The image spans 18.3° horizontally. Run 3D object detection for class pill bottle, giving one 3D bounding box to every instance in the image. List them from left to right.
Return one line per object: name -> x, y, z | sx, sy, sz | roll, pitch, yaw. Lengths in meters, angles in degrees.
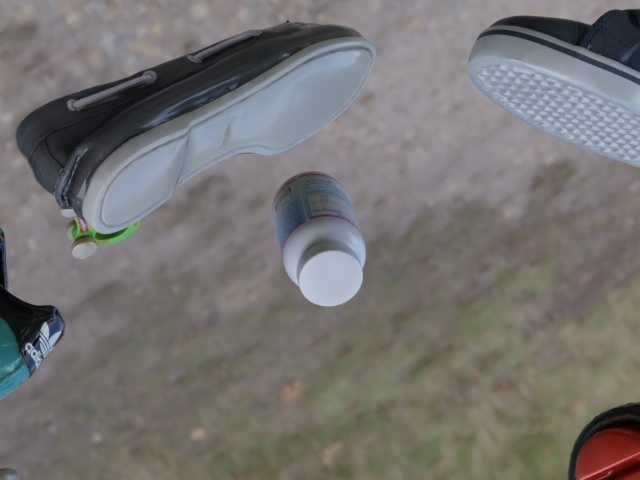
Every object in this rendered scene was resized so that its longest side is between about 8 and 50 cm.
pill bottle -> 0.000, 0.000, 2.064 | 0.087, 0.160, 0.087 | -4, 120, -6

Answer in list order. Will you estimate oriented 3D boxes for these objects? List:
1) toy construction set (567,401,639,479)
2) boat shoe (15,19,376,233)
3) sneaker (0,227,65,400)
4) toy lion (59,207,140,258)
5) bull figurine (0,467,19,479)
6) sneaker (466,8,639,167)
toy construction set -> 0.160, 0.171, 0.641 | 0.327, 0.215, 0.151 | -57, 147, -1
boat shoe -> -0.086, -0.110, 1.498 | 0.335, 0.095, 0.112 | -30, 151, -45
sneaker -> -0.304, 0.015, 1.498 | 0.121, 0.302, 0.108 | -34, 147, -19
toy lion -> -0.188, -0.034, 1.801 | 0.096, 0.034, 0.100 | -15, 142, -7
bull figurine -> -0.157, 0.213, 0.799 | 0.310, 0.188, 0.101 | -19, 156, -25
sneaker -> 0.257, -0.120, 1.465 | 0.321, 0.127, 0.126 | 21, 167, -23
